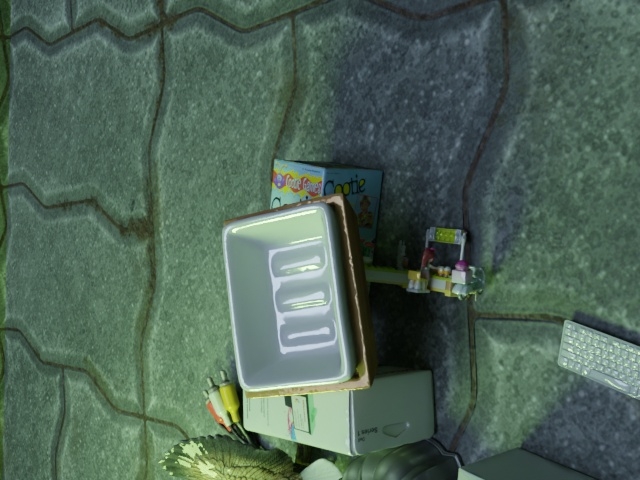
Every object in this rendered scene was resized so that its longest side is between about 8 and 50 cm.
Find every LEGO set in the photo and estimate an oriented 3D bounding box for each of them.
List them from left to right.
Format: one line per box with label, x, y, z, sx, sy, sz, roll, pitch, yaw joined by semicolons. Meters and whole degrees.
LEGO set;0.136;0.025;1.293;0.287;0.132;0.107;7;92;31

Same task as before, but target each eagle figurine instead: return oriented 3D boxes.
eagle figurine;-0.126;0.473;1.485;0.226;0.298;0.225;45;123;37

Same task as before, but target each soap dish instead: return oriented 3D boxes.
soap dish;-0.030;0.090;1.243;0.229;0.118;0.291;-12;83;30

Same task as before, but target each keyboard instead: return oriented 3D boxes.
keyboard;0.431;0.179;1.059;0.256;0.014;0.072;22;108;46

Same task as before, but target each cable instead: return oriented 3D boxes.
cable;-0.177;0.426;1.710;0.139;0.072;0.287;-51;57;44

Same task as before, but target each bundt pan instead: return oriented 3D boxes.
bundt pan;0.132;0.496;1.332;0.331;0.124;0.331;5;96;49

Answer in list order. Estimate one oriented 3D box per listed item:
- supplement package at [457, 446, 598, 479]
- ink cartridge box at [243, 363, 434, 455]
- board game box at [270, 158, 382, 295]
supplement package;0.302;0.430;1.116;0.194;0.149;0.203;14;103;47
ink cartridge box;0.029;0.276;1.372;0.278;0.201;0.117;-2;88;48
board game box;0.000;0.000;1.433;0.142;0.144;0.275;16;104;47
